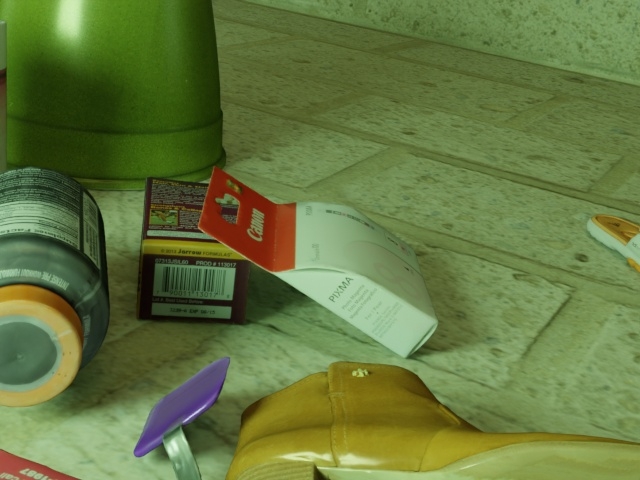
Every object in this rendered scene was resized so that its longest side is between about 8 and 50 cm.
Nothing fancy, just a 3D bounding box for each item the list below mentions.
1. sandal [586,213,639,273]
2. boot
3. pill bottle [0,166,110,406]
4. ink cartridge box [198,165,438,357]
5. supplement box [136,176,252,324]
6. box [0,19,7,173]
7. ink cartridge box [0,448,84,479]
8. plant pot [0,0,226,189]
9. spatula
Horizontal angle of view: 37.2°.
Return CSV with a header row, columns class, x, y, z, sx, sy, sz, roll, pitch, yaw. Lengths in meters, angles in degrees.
class,x,y,z,sx,sy,sz,roll,pitch,yaw
sandal,0.431,-0.003,1.201,0.102,0.076,0.265,-2,23,-24
boot,0.082,0.135,0.627,0.295,0.104,0.211,-7,17,3
pill bottle,-0.240,0.036,0.776,0.130,0.130,0.245,2,22,-15
ink cartridge box,0.000,0.000,0.932,0.232,0.066,0.189,37,16,-15
supplement box,-0.130,0.006,0.961,0.104,0.080,0.188,5,22,-11
box,-0.413,-0.117,0.962,0.149,0.232,0.127,19,24,26
ink cartridge box,-0.128,0.225,0.329,0.226,0.131,0.306,16,24,19
plant pot,-0.295,-0.294,1.298,0.367,0.353,0.366,7,22,-3
spatula,-0.084,0.166,0.611,0.030,0.084,0.296,48,11,-28
